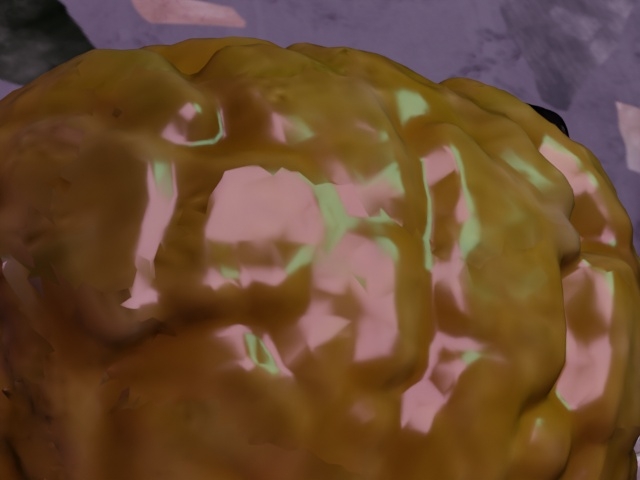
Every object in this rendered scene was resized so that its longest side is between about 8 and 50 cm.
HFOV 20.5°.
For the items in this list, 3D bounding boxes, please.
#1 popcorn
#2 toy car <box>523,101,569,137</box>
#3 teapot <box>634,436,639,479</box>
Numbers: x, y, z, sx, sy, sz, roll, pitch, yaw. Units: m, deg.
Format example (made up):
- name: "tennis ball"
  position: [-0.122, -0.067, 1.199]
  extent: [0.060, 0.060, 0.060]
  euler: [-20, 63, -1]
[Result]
- name: "popcorn"
  position: [-0.031, 0.073, 0.867]
  extent: [0.390, 0.354, 0.344]
  euler: [-24, 53, 17]
- name: "toy car"
  position: [0.150, -0.043, 1.219]
  extent: [0.069, 0.055, 0.142]
  euler: [2, 54, -22]
- name: "teapot"
  position: [0.181, 0.103, 1.084]
  extent: [0.226, 0.092, 0.145]
  euler: [9, 62, -2]
